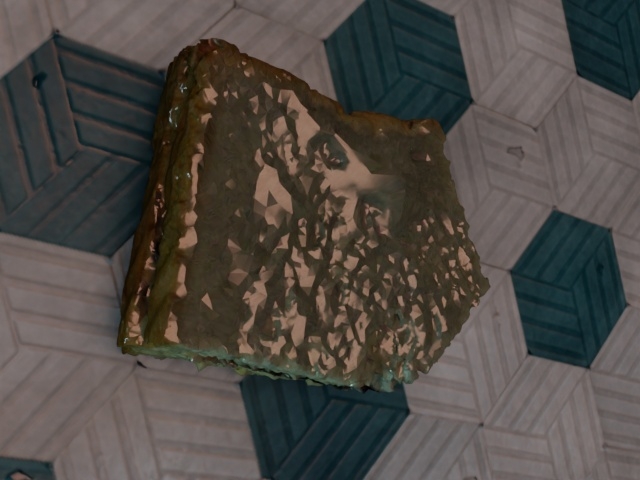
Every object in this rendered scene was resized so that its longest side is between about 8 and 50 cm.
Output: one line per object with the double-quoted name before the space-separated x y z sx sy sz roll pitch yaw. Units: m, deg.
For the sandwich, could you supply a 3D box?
"sandwich" 0.000 -0.001 0.705 0.325 0.131 0.262 14 78 -28
